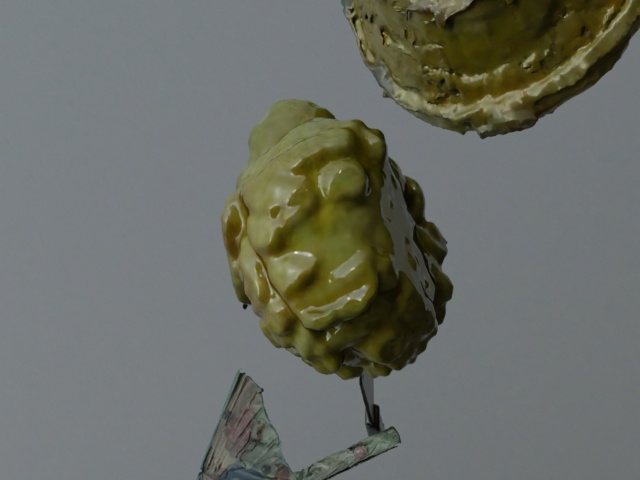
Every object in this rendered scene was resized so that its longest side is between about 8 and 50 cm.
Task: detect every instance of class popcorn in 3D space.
[{"bbox_3d":[0.000,0.000,0.866,0.192,0.266,0.233,-30,-31,11],"label":"popcorn"}]

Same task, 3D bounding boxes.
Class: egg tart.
[{"bbox_3d":[0.144,-0.265,0.919,0.132,0.341,0.341,21,-75,-54],"label":"egg tart"}]

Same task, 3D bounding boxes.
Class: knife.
[{"bbox_3d":[0.058,0.169,1.130,0.019,0.072,0.245,0,-27,7],"label":"knife"}]

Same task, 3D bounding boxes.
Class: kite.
[{"bbox_3d":[-0.048,0.293,1.179,0.314,0.335,0.011,-32,-32,8],"label":"kite"}]
